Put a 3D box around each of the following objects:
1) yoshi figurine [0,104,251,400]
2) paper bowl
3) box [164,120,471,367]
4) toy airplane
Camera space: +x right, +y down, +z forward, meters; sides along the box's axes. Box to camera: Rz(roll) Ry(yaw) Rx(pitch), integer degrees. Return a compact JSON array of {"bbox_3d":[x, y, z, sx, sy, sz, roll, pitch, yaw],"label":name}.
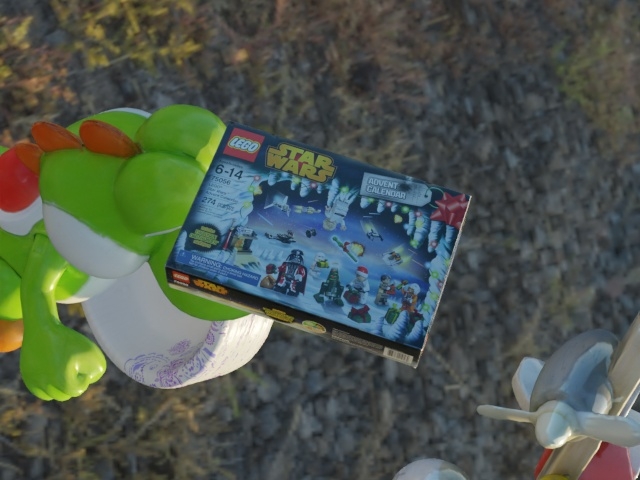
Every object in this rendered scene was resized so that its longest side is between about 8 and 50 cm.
[{"bbox_3d":[-0.142,0.007,0.889,0.203,0.362,0.203,-6,84,-34],"label":"yoshi figurine"},{"bbox_3d":[-0.162,0.030,1.473,0.148,0.284,0.284,-12,89,-48],"label":"paper bowl"},{"bbox_3d":[0.000,0.000,0.621,0.027,0.137,0.094,96,13,-62],"label":"box"},{"bbox_3d":[0.192,0.239,1.084,0.272,0.384,0.386,14,84,-5],"label":"toy airplane"}]
